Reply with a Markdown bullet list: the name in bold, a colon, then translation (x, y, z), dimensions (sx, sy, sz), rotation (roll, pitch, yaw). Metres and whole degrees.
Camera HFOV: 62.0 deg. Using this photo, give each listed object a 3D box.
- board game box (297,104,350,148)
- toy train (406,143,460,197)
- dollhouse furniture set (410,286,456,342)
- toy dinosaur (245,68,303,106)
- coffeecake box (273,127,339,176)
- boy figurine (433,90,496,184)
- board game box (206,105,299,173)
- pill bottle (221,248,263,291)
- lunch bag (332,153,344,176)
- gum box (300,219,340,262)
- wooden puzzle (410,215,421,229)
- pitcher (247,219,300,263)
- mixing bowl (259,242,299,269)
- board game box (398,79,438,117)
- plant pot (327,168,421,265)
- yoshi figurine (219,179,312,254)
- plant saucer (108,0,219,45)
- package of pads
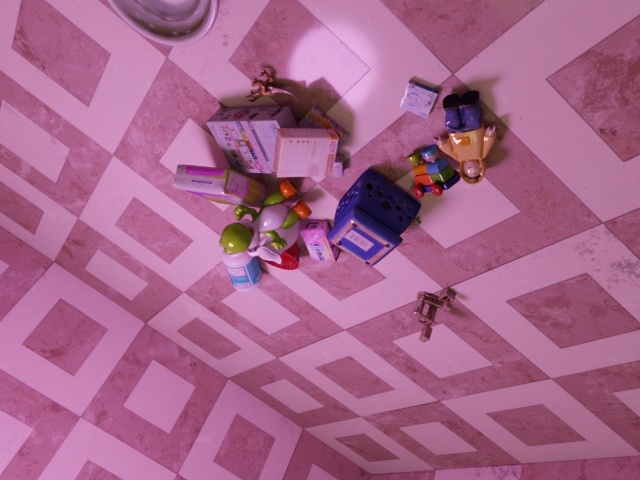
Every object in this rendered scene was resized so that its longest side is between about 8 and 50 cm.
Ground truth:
- **board game box**: translation (0.007, -0.359, 1.744), dimensions (0.154, 0.026, 0.103), rotation (36, 141, -13)
- **toy train**: translation (0.316, -0.219, 1.690), dimensions (0.143, 0.105, 0.248), rotation (61, 156, -15)
- **dollhouse furniture set**: translation (0.435, 0.281, 2.108), dimensions (0.101, 0.181, 0.161), rotation (32, 142, -7)
- **toy dinosaur**: translation (-0.154, -0.480, 1.686), dimensions (0.212, 0.064, 0.112), rotation (9, 158, 35)
- **coffeecake box**: translation (-0.048, -0.279, 1.693), dimensions (0.186, 0.068, 0.142), rotation (-3, 129, -17)
- **boy figurine**: translation (0.419, -0.287, 1.543), dimensions (0.177, 0.092, 0.285), rotation (-2, 132, 23)
- **board game box**: translation (-0.209, -0.340, 1.813), dimensions (0.304, 0.097, 0.224), rotation (6, 138, 30)
- **pill bottle**: translation (-0.353, 0.100, 2.378), dimensions (0.146, 0.146, 0.264), rotation (10, 139, 20)
- **lunch bag**: translation (0.039, -0.260, 1.820), dimensions (0.083, 0.053, 0.071), rotation (5, 140, 11)
- **gum box**: translation (0.000, 0.000, 2.129), dimensions (0.107, 0.062, 0.188), rotation (3, 137, 26)
- **wooden puzzle**: translation (0.331, -0.064, 1.914), dimensions (0.049, 0.006, 0.083), rotation (29, 142, -3)
- **pitcher**: translation (-0.183, -0.013, 2.100), dimensions (0.178, 0.207, 0.125), rotation (6, 141, 32)
- **mixing bowl**: translation (-0.161, 0.040, 2.225), dimensions (0.182, 0.098, 0.181), rotation (15, 153, 8)
- **board game box**: translation (0.283, -0.408, 1.537), dimensions (0.090, 0.020, 0.090), rotation (23, 141, 4)
- **plant pot**: translation (0.172, -0.062, 1.837), dimensions (0.236, 0.212, 0.236), rotation (33, 144, -8)
- **yoshi figurine**: translation (-0.221, -0.059, 1.949), dimensions (0.362, 0.203, 0.203), rotation (-35, 144, 6)
- **plant saucer**: translation (-0.448, -0.753, 1.492), dimensions (0.401, 0.100, 0.400), rotation (16, 141, 14)
- **package of pads**: translation (-0.357, -0.199, 1.970), dimensions (0.229, 0.101, 0.296), rotation (8, 176, 23)
